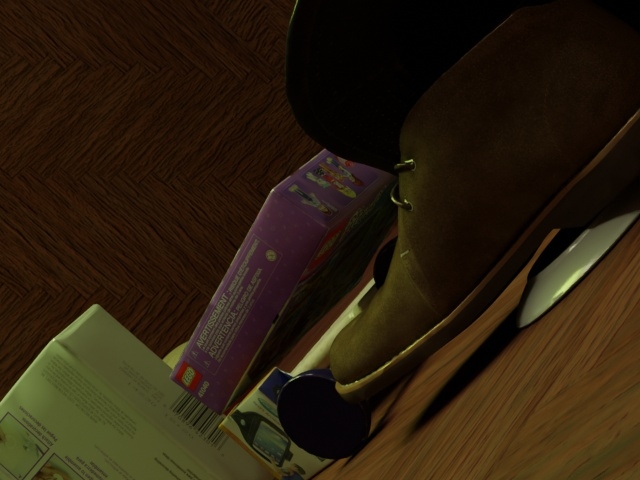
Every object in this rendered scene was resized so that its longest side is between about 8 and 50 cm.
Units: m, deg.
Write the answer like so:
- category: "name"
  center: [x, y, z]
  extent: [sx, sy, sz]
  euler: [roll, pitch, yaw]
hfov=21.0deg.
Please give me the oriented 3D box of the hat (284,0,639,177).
- category: "hat"
  center: [0.120, -0.175, 1.007]
  extent: [0.331, 0.134, 0.331]
  euler: [-11, -33, -7]

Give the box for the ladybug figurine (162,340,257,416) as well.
- category: "ladybug figurine"
  center: [-0.179, 0.256, 1.936]
  extent: [0.305, 0.162, 0.449]
  euler: [-48, 0, 14]

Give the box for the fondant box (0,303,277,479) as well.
- category: "fondant box"
  center: [-0.229, 0.257, 1.630]
  extent: [0.330, 0.238, 0.096]
  euler: [-48, 1, 25]

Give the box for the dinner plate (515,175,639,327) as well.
- category: "dinner plate"
  center: [0.154, -0.007, 0.983]
  extent: [0.141, 0.017, 0.141]
  euler: [-49, 2, 2]

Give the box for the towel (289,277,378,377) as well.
- category: "towel"
  center: [0.092, 0.033, 1.730]
  extent: [0.317, 0.053, 0.332]
  euler: [-50, -1, 41]

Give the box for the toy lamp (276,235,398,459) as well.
- category: "toy lamp"
  center: [0.049, 0.063, 1.320]
  extent: [0.080, 0.080, 0.275]
  euler: [-48, -1, 35]

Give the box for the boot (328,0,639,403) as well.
- category: "boot"
  center: [0.081, -0.023, 1.002]
  extent: [0.305, 0.115, 0.112]
  euler: [-49, 2, 35]

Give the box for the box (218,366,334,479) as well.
- category: "box"
  center: [-0.026, 0.146, 1.337]
  extent: [0.028, 0.081, 0.136]
  euler: [-49, 0, -25]

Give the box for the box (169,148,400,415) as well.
- category: "box"
  center: [0.000, 0.000, 1.439]
  extent: [0.201, 0.057, 0.293]
  euler: [-59, -10, 30]
